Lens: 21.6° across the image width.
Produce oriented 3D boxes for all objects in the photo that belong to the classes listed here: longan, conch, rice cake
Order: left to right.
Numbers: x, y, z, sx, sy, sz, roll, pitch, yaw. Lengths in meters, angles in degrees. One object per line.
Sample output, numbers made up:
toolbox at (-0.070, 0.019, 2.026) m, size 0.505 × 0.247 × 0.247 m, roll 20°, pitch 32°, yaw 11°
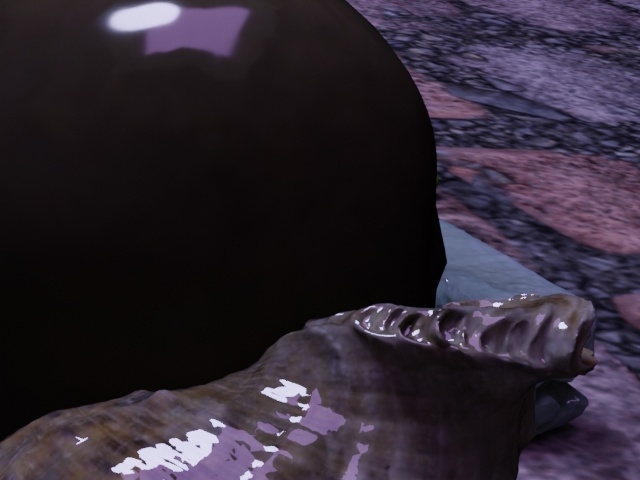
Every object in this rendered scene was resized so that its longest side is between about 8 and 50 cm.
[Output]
longan at (-0.054, 0.003, 0.578) m, size 0.196 × 0.220 × 0.197 m, roll -6°, pitch 53°, yaw 7°
conch at (-0.012, 0.077, 0.476) m, size 0.130 × 0.207 × 0.155 m, roll 50°, pitch 1°, yaw 3°
rice cake at (0.000, 0.000, 0.818) m, size 0.066 × 0.063 × 0.336 m, roll -3°, pitch 22°, yaw -37°

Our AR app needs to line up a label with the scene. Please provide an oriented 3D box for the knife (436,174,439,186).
knife at (-0.020, -0.047, 1.010) m, size 0.184 × 0.022 × 0.026 m, roll 7°, pitch -6°, yaw -1°
